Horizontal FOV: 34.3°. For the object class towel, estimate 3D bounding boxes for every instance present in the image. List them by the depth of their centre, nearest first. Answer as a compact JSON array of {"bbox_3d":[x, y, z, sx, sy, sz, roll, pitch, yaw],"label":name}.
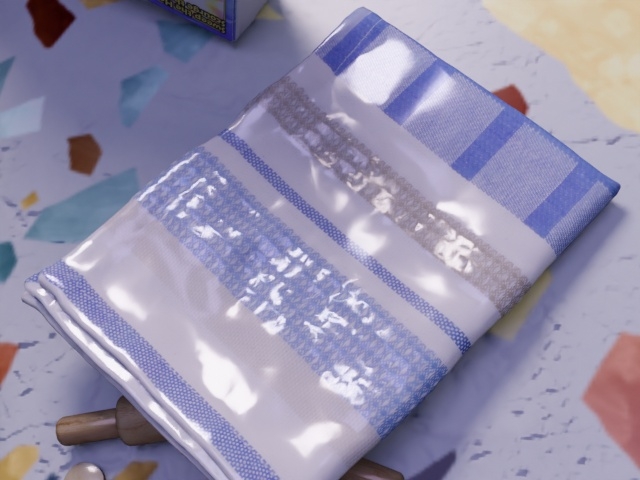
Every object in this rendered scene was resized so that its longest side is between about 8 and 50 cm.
[{"bbox_3d":[0.000,0.000,0.583,0.285,0.034,0.209,-42,65,-17],"label":"towel"}]

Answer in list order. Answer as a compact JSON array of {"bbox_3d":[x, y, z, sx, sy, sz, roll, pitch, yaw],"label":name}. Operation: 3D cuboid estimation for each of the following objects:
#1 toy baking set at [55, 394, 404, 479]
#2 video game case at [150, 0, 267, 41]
[{"bbox_3d":[-0.082,0.170,0.549,0.256,0.030,0.196,-6,66,9],"label":"toy baking set"},{"bbox_3d":[-0.148,-0.264,0.604,0.269,0.244,0.061,28,63,7],"label":"video game case"}]
